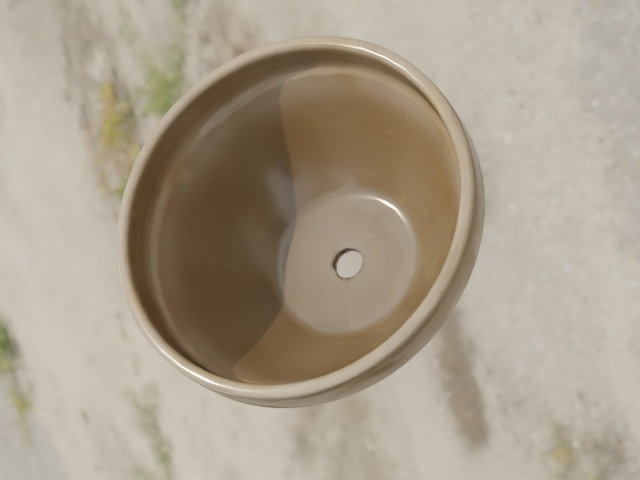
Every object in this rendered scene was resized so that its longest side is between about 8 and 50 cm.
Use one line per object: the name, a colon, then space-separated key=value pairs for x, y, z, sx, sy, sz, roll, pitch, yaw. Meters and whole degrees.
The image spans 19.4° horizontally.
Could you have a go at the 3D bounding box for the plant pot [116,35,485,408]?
plant pot: x=0.000 y=0.000 z=1.180 sx=0.237 sy=0.237 sz=0.110 roll=53 pitch=-174 yaw=31
